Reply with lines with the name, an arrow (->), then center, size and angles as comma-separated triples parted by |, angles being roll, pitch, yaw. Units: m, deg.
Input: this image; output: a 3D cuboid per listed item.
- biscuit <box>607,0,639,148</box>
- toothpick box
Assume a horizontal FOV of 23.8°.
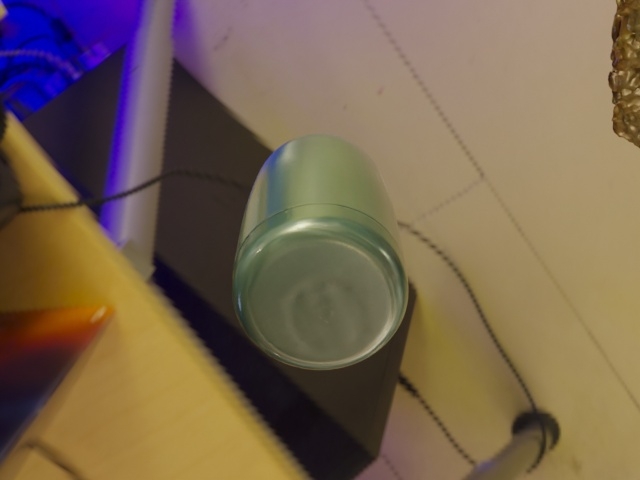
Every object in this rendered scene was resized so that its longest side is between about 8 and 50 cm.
biscuit -> 0.162, -0.132, 0.753 | 0.025, 0.206, 0.126 | 8, 72, 12
toothpick box -> 0.000, 0.000, 1.096 | 0.120, 0.184, 0.120 | 0, 117, 0
